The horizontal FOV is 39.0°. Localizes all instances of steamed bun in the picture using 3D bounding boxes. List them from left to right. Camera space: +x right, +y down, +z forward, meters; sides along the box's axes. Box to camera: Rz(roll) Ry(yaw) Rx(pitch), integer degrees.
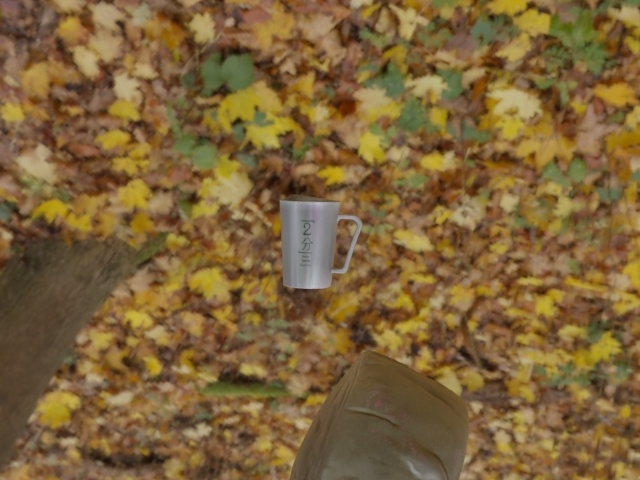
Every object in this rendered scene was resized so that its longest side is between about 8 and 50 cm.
[{"bbox_3d":[0.082,0.366,1.361,0.247,0.383,0.236,24,163,1],"label":"steamed bun"}]

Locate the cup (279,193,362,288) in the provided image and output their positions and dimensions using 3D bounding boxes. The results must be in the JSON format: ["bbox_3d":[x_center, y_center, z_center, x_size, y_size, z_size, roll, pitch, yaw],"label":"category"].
[{"bbox_3d":[0.000,0.000,1.135,0.104,0.116,0.074,1,-176,2],"label":"cup"}]
